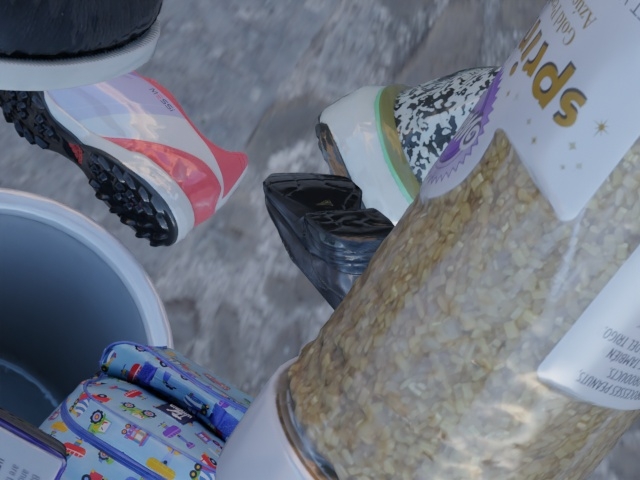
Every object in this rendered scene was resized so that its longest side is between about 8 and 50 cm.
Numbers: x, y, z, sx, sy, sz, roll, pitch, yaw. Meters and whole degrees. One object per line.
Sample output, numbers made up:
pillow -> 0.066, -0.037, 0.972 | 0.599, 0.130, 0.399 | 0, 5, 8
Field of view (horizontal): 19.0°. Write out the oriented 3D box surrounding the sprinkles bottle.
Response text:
sprinkles bottle -> 0.100, -0.013, 0.666 | 0.121, 0.121, 0.355 | 33, 114, -5

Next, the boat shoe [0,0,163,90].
boat shoe -> -0.160, -0.119, 0.614 | 0.114, 0.302, 0.091 | 44, 117, 34

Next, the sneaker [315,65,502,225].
sneaker -> 0.175, -0.066, 1.419 | 0.182, 0.410, 0.158 | -25, 81, 30

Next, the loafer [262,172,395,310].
loafer -> 0.000, 0.000, 1.170 | 0.062, 0.170, 0.061 | -2, 109, -12

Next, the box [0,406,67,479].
box -> -0.156, 0.121, 0.743 | 0.072, 0.137, 0.126 | 28, 84, -6

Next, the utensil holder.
utensil holder -> -0.334, 0.174, 1.849 | 0.328, 0.327, 0.385 | 26, 153, -3

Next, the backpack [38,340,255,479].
backpack -> -0.104, 0.138, 1.211 | 0.158, 0.173, 0.117 | 32, 91, 14

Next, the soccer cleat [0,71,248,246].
soccer cleat -> -0.208, -0.127, 1.803 | 0.318, 0.116, 0.108 | 42, 149, 19
